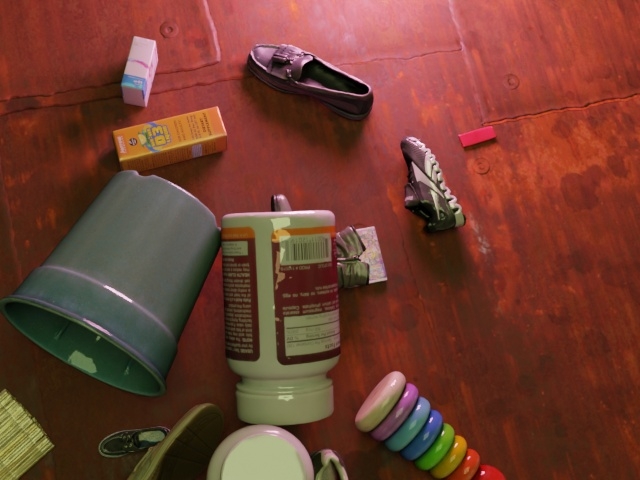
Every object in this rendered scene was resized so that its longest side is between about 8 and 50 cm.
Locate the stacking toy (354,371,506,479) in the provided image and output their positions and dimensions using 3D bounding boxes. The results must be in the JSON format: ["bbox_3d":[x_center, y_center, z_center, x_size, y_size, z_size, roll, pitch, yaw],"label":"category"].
[{"bbox_3d":[0.234,0.409,1.775,0.330,0.141,0.141,38,73,0],"label":"stacking toy"}]

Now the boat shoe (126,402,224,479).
[{"bbox_3d":[-0.301,0.429,1.706,0.109,0.098,0.302,43,77,-39],"label":"boat shoe"}]

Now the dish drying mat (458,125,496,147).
[{"bbox_3d":[0.356,-0.235,2.038,0.083,0.008,0.032,-18,76,-11],"label":"dish drying mat"}]

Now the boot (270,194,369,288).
[{"bbox_3d":[0.000,0.000,1.887,0.161,0.083,0.246,-20,86,-10],"label":"boot"}]

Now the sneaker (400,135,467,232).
[{"bbox_3d":[0.219,-0.117,1.949,0.106,0.078,0.234,-25,80,-16],"label":"sneaker"}]

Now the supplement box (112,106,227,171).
[{"bbox_3d":[-0.320,-0.212,1.913,0.233,0.080,0.078,-16,74,-9],"label":"supplement box"}]

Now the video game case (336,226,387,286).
[{"bbox_3d":[0.087,0.035,1.923,0.087,0.011,0.122,-10,75,-10],"label":"video game case"}]

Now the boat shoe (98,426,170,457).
[{"bbox_3d":[-0.362,0.388,1.749,0.142,0.040,0.049,-11,75,-10],"label":"boat shoe"}]

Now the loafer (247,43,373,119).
[{"bbox_3d":[-0.017,-0.369,1.986,0.303,0.095,0.109,25,72,1],"label":"loafer"}]

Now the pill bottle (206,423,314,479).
[{"bbox_3d":[-0.111,0.430,1.613,0.188,0.334,0.188,2,74,-6],"label":"pill bottle"}]

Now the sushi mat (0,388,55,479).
[{"bbox_3d":[-0.673,0.443,1.707,0.316,0.019,0.151,-43,82,-16],"label":"sushi mat"}]

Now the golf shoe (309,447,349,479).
[{"bbox_3d":[0.021,0.536,1.713,0.105,0.120,0.272,-9,76,-11],"label":"golf shoe"}]

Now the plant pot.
[{"bbox_3d":[-0.367,0.071,1.711,0.341,0.341,0.334,27,64,1],"label":"plant pot"}]

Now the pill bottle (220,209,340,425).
[{"bbox_3d":[-0.074,0.141,1.725,0.224,0.224,0.392,-2,92,-8],"label":"pill bottle"}]

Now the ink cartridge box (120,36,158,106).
[{"bbox_3d":[-0.391,-0.365,1.943,0.052,0.088,0.122,10,73,-4],"label":"ink cartridge box"}]
